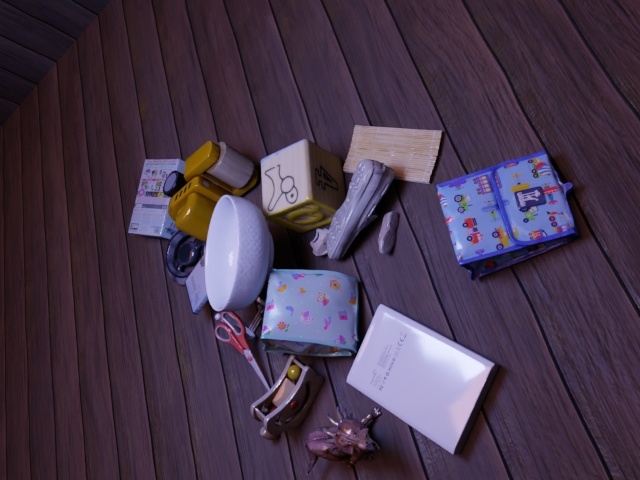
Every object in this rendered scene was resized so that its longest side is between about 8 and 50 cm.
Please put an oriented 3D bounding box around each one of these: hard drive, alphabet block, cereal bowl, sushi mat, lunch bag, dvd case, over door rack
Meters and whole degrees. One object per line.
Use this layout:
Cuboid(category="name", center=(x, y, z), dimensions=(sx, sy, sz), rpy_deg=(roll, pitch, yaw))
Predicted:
Cuboid(category="hard drive", center=(0.244, 0.335, 1.526), dimensions=(0.353, 0.047, 0.233), rpy_deg=(26, 93, 42))
Cuboid(category="alphabet block", center=(-0.050, -0.157, 1.826), dimensions=(0.192, 0.193, 0.197), rpy_deg=(-19, 65, 36))
Cuboid(category="cereal bowl", center=(-0.227, 0.040, 1.773), dimensions=(0.339, 0.141, 0.339), rpy_deg=(-176, 90, -65))
Cuboid(category="sushi mat", center=(0.204, -0.253, 1.761), dimensions=(0.316, 0.019, 0.152), rpy_deg=(14, 84, 41))
Cuboid(category="lunch bag", center=(0.455, -0.066, 1.447), dimensions=(0.293, 0.138, 0.221), rpy_deg=(-21, 62, 19))
Cuboid(category="lunch bag", center=(-0.021, 0.202, 1.690), dimensions=(0.262, 0.160, 0.224), rpy_deg=(4, 63, 1))
Cuboid(category="dvd case", center=(-0.370, 0.100, 2.032), dimensions=(0.253, 0.022, 0.180), rpy_deg=(-53, 36, 17))
Cuboid(category="over door rack", center=(-0.271, 0.139, 1.972), dimensions=(0.324, 0.108, 0.240), rpy_deg=(38, 100, 40))

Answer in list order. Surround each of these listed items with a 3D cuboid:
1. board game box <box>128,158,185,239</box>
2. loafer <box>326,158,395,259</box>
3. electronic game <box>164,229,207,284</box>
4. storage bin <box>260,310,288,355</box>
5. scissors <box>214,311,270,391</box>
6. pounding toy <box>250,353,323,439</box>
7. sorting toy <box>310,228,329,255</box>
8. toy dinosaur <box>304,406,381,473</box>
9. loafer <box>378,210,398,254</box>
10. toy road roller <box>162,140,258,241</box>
Cuboid(category="board game box", center=(-0.616, -0.159, 2.358), dimensions=(0.224, 0.097, 0.304), rpy_deg=(6, 82, 40))
Cuboid(category="loafer", center=(0.111, -0.076, 1.724), dimensions=(0.112, 0.111, 0.320), rpy_deg=(-107, 37, -55))
Cuboid(category="electronic game", center=(-0.479, 0.048, 2.209), dimensions=(0.229, 0.048, 0.230), rpy_deg=(-9, 74, 31))
Cuboid(category="storage bin", center=(-0.115, 0.276, 1.821), dimensions=(0.135, 0.098, 0.091), rpy_deg=(32, 125, 40))
Cuboid(category="scissors", center=(-0.218, 0.338, 1.856), dimensions=(0.297, 0.021, 0.109), rpy_deg=(44, 110, 19))
Cuboid(category="pounding toy", center=(-0.127, 0.443, 1.727), dimensions=(0.154, 0.154, 0.270), rpy_deg=(31, 96, 41))
Cuboid(category="sorting toy", center=(0.000, 0.000, 1.839), dimensions=(0.075, 0.044, 0.083), rpy_deg=(33, 99, 48))
Cuboid(category="toy dinosaur", center=(0.037, 0.507, 1.540), dimensions=(0.295, 0.200, 0.127), rpy_deg=(-31, 59, 29))
Cuboid(category="loafer", center=(0.185, -0.020, 1.694), dimensions=(0.039, 0.045, 0.125), rpy_deg=(-5, 66, 56))
Cuboid(category="toy road roller", center=(-0.377, -0.150, 2.059), dimensions=(0.329, 0.202, 0.241), rpy_deg=(-34, 44, 30))
